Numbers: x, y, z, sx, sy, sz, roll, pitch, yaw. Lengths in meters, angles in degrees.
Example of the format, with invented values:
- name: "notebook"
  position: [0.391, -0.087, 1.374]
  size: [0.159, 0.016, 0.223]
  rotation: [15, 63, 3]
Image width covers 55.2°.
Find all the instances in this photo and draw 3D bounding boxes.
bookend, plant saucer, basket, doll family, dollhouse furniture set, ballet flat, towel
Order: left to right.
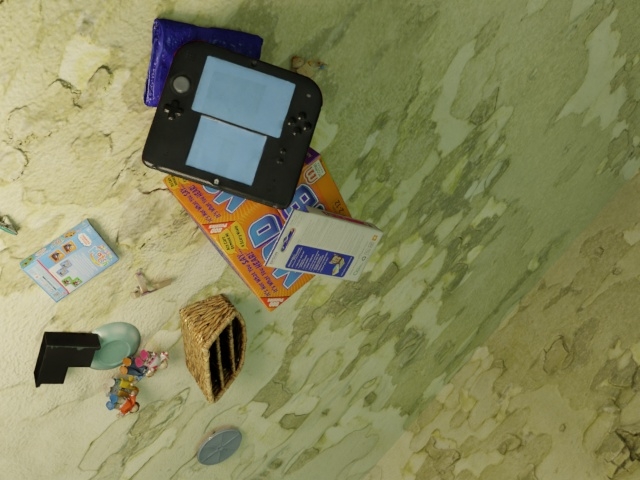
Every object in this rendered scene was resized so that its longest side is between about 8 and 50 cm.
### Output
- name: "ballet flat"
  position: [-0.817, -0.048, 1.555]
  size: [0.041, 0.041, 0.114]
  rotation: [-53, 138, 7]
- name: "bookend"
  position: [-0.767, 0.362, 1.853]
  size: [0.157, 0.072, 0.156]
  rotation: [8, 114, -34]
- name: "plant saucer"
  position: [-0.667, 0.350, 1.963]
  size: [0.195, 0.037, 0.195]
  rotation: [-20, 130, -25]
- name: "doll family"
  position: [-0.615, 0.452, 2.026]
  size: [0.263, 0.118, 0.163]
  rotation: [-56, 152, -7]
- name: "dollhouse furniture set"
  position: [-0.537, 0.122, 1.919]
  size: [0.114, 0.091, 0.081]
  rotation: [-25, 94, -52]
- name: "towel"
  position: [-0.305, -0.452, 1.630]
  size: [0.308, 0.076, 0.228]
  rotation: [-5, 124, -36]
- name: "basket"
  position: [-0.338, 0.367, 2.098]
  size: [0.213, 0.223, 0.299]
  rotation: [-18, 129, -27]

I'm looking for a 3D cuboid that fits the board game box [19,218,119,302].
- name: "board game box"
  position: [-0.701, 0.059, 1.721]
  size: [0.211, 0.039, 0.160]
  rotation: [-35, 136, -11]

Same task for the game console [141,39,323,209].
- name: "game console"
  position: [-0.212, -0.290, 1.526]
  size: [0.386, 0.060, 0.342]
  rotation: [18, 82, -5]

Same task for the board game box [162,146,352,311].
- name: "board game box"
  position: [-0.167, -0.092, 1.795]
  size: [0.356, 0.356, 0.356]
  rotation: [-40, 136, -9]

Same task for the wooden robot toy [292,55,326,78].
- name: "wooden robot toy"
  position: [-0.065, -0.502, 1.808]
  size: [0.173, 0.076, 0.079]
  rotation: [-37, 101, -10]

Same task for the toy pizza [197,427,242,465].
- name: "toy pizza"
  position: [-0.418, 0.845, 2.523]
  size: [0.201, 0.032, 0.201]
  rotation: [-21, 132, -25]

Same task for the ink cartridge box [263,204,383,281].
- name: "ink cartridge box"
  position: [0.007, 0.009, 1.699]
  size: [0.371, 0.069, 0.176]
  rotation: [12, 112, -46]
